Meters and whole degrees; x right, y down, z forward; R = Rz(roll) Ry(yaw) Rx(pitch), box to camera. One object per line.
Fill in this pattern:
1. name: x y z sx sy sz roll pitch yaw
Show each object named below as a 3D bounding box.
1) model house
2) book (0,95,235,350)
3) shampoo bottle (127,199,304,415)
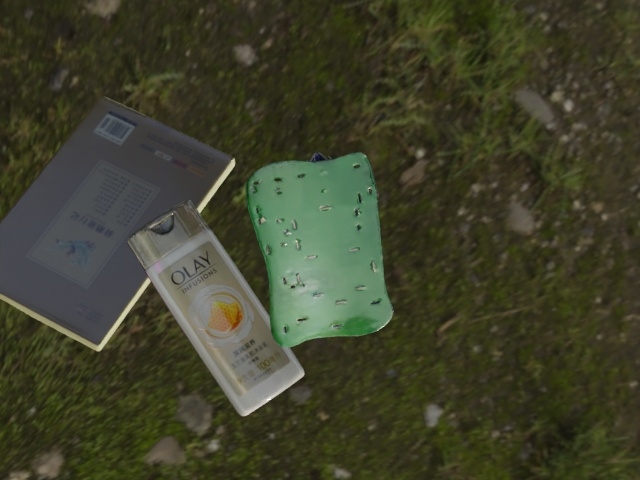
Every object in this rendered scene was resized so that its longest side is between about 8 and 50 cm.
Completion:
1. model house: 0.000 0.000 1.057 0.117 0.088 0.167 -11 101 1
2. book: -0.280 -0.031 1.478 0.217 0.021 0.310 26 65 16
3. shampoo bottle: -0.112 0.072 1.239 0.086 0.056 0.227 -32 88 -12
